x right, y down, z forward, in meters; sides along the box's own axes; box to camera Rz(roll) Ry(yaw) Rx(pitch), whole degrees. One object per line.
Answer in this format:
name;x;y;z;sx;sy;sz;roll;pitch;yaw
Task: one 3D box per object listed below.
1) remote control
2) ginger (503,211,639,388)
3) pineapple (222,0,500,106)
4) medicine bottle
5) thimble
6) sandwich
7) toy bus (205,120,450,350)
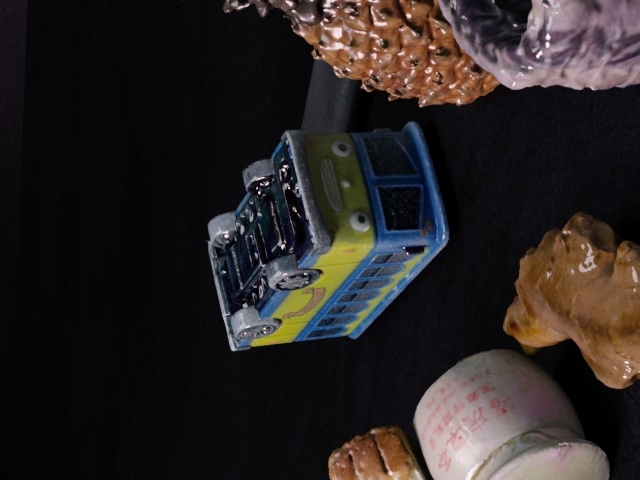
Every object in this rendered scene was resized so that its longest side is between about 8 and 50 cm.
remote control;0.035;-0.258;1.919;0.107;0.044;0.377;-116;31;-50
ginger;0.257;0.063;1.418;0.333;0.080;0.166;13;121;60
pineapple;0.023;-0.237;1.565;0.202;0.362;0.202;-10;78;55
medicine bottle;0.175;0.196;1.540;0.143;0.147;0.147;-122;34;-45
thimble;0.200;-0.241;1.382;0.217;0.157;0.245;119;140;-54
sandwich;0.113;0.338;1.619;0.288;0.100;0.254;55;-161;-56
toy bus;0.000;0.000;1.862;0.312;0.190;0.152;128;133;-59
